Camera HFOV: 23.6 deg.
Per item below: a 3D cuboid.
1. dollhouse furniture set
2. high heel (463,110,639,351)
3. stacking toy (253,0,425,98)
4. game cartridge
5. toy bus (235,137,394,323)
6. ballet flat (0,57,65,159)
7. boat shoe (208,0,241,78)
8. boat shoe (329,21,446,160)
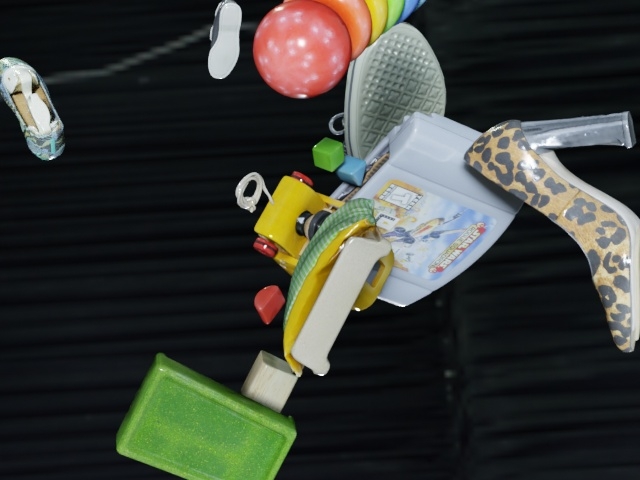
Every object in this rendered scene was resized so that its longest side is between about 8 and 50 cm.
[{"bbox_3d":[-0.069,0.077,1.521,0.301,0.151,0.197,-63,10,9],"label":"dollhouse furniture set"},{"bbox_3d":[0.256,-0.005,1.662,0.093,0.186,0.261,-7,-88,-69],"label":"high heel"},{"bbox_3d":[0.030,-0.234,1.475,0.330,0.141,0.141,-57,-29,-49],"label":"stacking toy"},{"bbox_3d":[0.115,-0.028,1.867,0.297,0.198,0.062,-47,28,41],"label":"game cartridge"},{"bbox_3d":[0.007,0.000,1.725,0.202,0.104,0.191,-29,-51,-46],"label":"toy bus"},{"bbox_3d":[-0.414,-0.204,2.197,0.188,0.070,0.070,58,169,22],"label":"ballet flat"},{"bbox_3d":[-0.151,-0.314,2.378,0.038,0.046,0.125,-119,34,-59],"label":"boat shoe"},{"bbox_3d":[0.110,-0.172,2.546,0.156,0.187,0.500,52,163,38],"label":"boat shoe"}]
